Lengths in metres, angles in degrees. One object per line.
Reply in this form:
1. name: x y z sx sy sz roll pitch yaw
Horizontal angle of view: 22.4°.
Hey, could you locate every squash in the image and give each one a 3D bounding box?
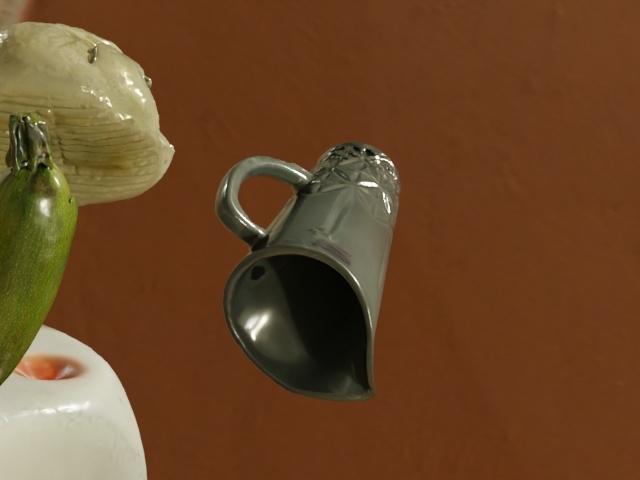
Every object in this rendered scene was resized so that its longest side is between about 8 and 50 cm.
1. squash: -0.233 0.047 1.122 0.080 0.071 0.318 39 -51 9

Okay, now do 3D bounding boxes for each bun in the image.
1. bun: -0.222 -0.118 1.432 0.193 0.178 0.128 4 -130 1

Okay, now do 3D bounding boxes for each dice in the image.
1. dice: -0.352 0.246 1.480 0.277 0.304 0.304 23 -71 41

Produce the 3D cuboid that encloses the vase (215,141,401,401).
1. vase: 0.000 0.000 1.698 0.156 0.251 0.301 -36 -165 31
